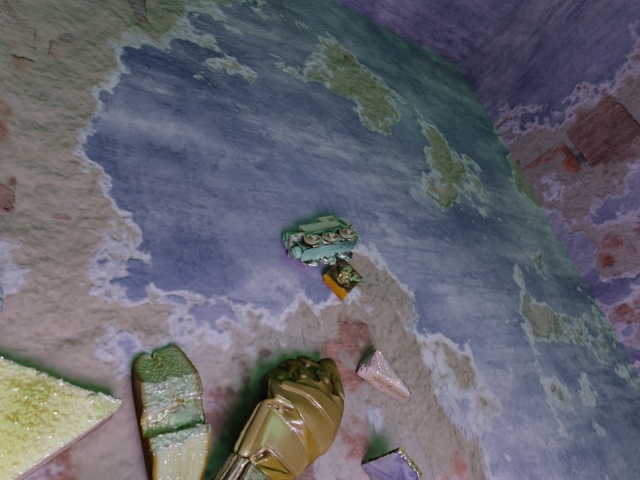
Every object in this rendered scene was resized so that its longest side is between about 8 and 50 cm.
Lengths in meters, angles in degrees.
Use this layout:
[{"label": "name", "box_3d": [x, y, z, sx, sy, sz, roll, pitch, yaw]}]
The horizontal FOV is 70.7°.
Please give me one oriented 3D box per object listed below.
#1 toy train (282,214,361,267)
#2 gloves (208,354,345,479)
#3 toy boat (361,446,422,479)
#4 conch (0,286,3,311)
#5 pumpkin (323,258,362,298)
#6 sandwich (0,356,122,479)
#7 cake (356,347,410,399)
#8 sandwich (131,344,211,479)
[{"label": "toy train", "box_3d": [0.000, 0.000, 1.064, 0.193, 0.081, 0.125, -11, 33, -34]}, {"label": "gloves", "box_3d": [-0.049, 0.300, 0.746, 0.154, 0.141, 0.331, 43, 41, -1]}, {"label": "toy boat", "box_3d": [0.127, 0.414, 0.816, 0.063, 0.115, 0.016, 51, 42, 7]}, {"label": "conch", "box_3d": [-0.567, -0.050, 0.570, 0.249, 0.197, 0.368, -38, 81, -16]}, {"label": "pumpkin", "box_3d": [0.052, 0.088, 1.067, 0.074, 0.054, 0.083, 44, 45, 6]}, {"label": "sandwich", "box_3d": [-0.382, 0.254, 0.580, 0.192, 0.058, 0.163, 28, 46, -21]}, {"label": "cake", "box_3d": [0.136, 0.300, 0.966, 0.121, 0.052, 0.065, 52, 36, 6]}, {"label": "sandwich", "box_3d": [-0.223, 0.264, 0.673, 0.089, 0.088, 0.245, -1, 59, -35]}]
